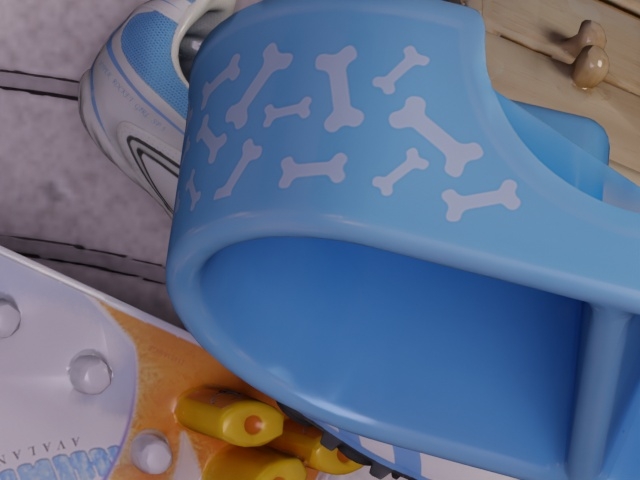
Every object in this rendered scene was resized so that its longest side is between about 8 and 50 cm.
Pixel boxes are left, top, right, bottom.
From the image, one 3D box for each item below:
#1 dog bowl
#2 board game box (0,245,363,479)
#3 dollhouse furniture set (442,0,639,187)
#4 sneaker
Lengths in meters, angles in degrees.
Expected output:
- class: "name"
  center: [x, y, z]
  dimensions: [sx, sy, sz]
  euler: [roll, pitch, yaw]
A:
- class: "dog bowl"
  center: [0.089, 0.019, 0.599]
  dimensions: [0.297, 0.166, 0.074]
  euler: [15, 62, 11]
- class: "board game box"
  center: [-0.205, 0.169, 0.677]
  dimensions: [0.390, 0.050, 0.390]
  euler: [27, 80, -27]
- class: "dollhouse furniture set"
  center: [0.218, -0.133, 0.678]
  dimensions: [0.256, 0.362, 0.394]
  euler: [23, 122, -9]
- class: "sneaker"
  center: [0.000, 0.000, 0.759]
  dimensions: [0.086, 0.085, 0.237]
  euler: [-45, 78, 25]
